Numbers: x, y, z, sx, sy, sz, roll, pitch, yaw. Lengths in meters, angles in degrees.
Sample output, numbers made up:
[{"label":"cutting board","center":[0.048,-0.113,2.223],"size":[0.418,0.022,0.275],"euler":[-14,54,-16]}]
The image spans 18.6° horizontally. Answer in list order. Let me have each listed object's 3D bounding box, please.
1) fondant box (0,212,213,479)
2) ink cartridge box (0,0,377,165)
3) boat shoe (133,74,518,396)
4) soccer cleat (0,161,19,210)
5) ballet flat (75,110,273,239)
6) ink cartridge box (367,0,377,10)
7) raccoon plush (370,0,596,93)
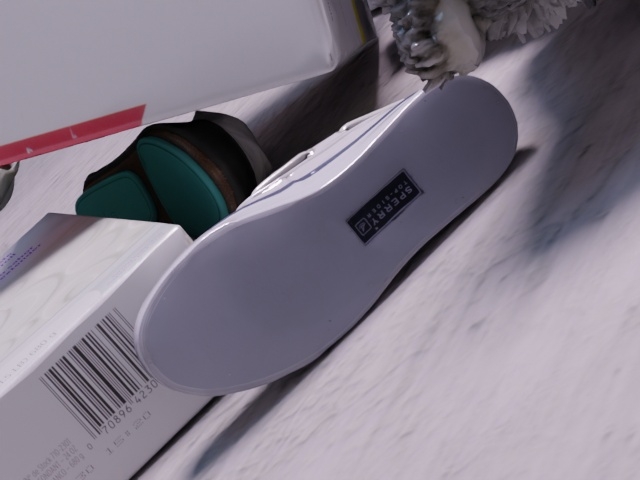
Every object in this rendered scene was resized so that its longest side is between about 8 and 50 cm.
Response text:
[{"label":"fondant box","center":[-0.193,0.096,1.246],"size":[0.238,0.096,0.330],"euler":[-44,15,-14]},{"label":"ink cartridge box","center":[-0.122,-0.172,1.426],"size":[0.279,0.160,0.384],"euler":[-16,6,7]},{"label":"boat shoe","center":[0.000,0.000,1.106],"size":[0.258,0.095,0.084],"euler":[-33,9,-18]},{"label":"soccer cleat","center":[-0.271,-0.022,1.437],"size":[0.196,0.068,0.076],"euler":[-71,6,-61]},{"label":"ballet flat","center":[-0.100,-0.051,1.456],"size":[0.096,0.095,0.280],"euler":[-33,12,-25]},{"label":"ink cartridge box","center":[0.139,-0.342,1.635],"size":[0.272,0.130,0.309],"euler":[-48,17,-31]},{"label":"raccoon plush","center":[0.083,-0.157,1.152],"size":[0.299,0.216,0.446],"euler":[-39,-15,-27]}]
